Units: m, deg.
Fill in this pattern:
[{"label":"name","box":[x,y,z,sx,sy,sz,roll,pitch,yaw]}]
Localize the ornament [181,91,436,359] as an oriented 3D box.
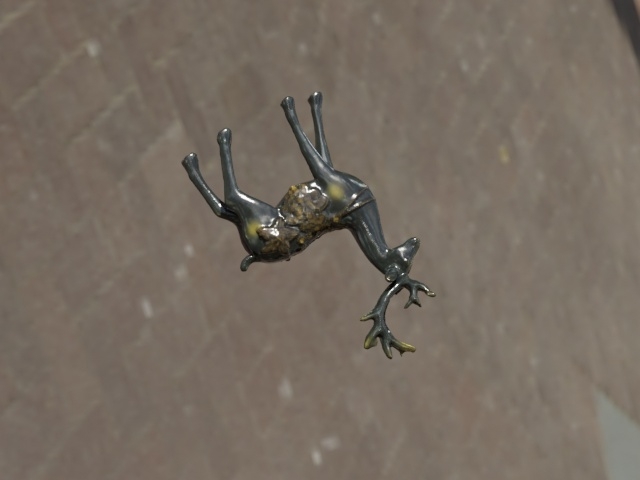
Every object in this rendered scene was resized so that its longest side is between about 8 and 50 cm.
[{"label":"ornament","box":[0.000,0.000,0.800,0.125,0.073,0.028,59,-10,8]}]
